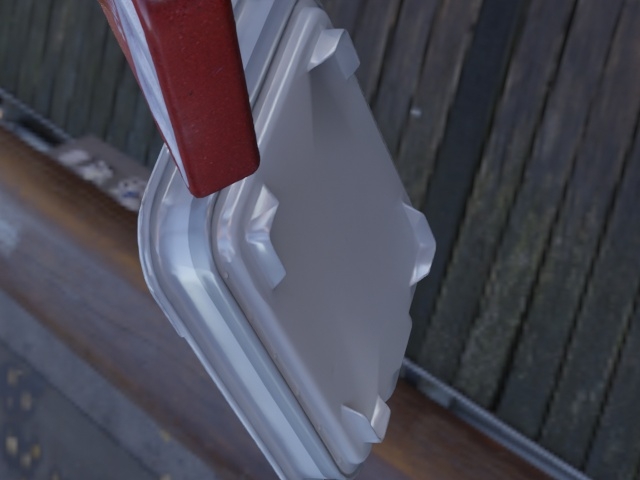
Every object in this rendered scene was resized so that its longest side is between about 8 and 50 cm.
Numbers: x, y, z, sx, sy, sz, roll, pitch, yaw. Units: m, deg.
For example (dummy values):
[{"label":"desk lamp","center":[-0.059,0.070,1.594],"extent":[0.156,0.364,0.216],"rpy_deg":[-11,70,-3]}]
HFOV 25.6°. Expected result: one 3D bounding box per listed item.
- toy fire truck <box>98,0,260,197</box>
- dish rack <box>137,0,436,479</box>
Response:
[{"label":"toy fire truck","center":[-0.097,-0.182,0.600],"extent":[0.254,0.169,0.302],"rpy_deg":[61,169,23]},{"label":"dish rack","center":[0.000,0.000,1.027],"extent":[0.072,0.333,0.286],"rpy_deg":[-1,50,24]}]
